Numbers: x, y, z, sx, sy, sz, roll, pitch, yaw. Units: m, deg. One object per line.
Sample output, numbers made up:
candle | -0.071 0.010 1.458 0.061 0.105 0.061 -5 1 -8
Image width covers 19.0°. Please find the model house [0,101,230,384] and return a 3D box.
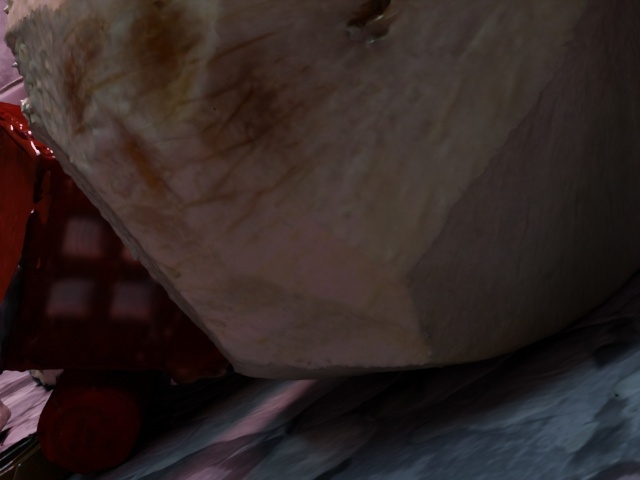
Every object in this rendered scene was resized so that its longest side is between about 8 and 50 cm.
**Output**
model house | -0.122 0.000 1.344 0.254 0.160 0.196 3 14 -26

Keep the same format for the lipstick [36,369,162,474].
lipstick | -0.152 0.097 1.412 0.073 0.073 0.280 -28 10 7

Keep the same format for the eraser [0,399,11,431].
eraser | -0.428 0.214 1.581 0.343 0.078 0.144 -28 11 7

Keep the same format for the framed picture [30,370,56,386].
framed picture | -0.283 0.023 1.816 0.019 0.209 0.281 -7 6 -13

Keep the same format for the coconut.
coconut | 0.019 -0.113 1.074 0.415 0.415 0.345 -16 37 54

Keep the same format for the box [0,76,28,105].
box | -0.166 -0.083 1.852 0.203 0.252 0.106 -37 12 -37

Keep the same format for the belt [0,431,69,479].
belt | -0.211 0.163 1.335 0.083 0.036 0.059 -35 12 -24
